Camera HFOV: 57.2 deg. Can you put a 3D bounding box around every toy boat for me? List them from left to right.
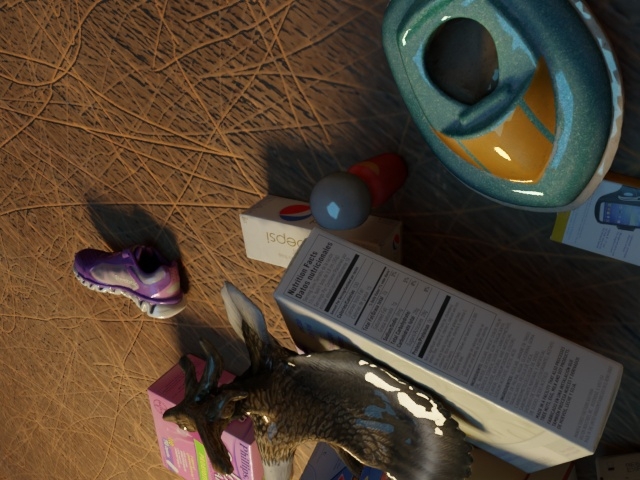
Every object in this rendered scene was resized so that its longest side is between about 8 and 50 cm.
[{"bbox_3d":[0.118,-0.109,0.571,0.267,0.148,0.318,55,134,2],"label":"toy boat"}]

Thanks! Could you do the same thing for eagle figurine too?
[{"bbox_3d":[-0.012,0.192,0.655,0.225,0.298,0.226,-62,34,31],"label":"eagle figurine"}]

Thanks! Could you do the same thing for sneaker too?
[{"bbox_3d":[-0.339,0.048,1.047,0.236,0.095,0.105,19,119,20],"label":"sneaker"}]

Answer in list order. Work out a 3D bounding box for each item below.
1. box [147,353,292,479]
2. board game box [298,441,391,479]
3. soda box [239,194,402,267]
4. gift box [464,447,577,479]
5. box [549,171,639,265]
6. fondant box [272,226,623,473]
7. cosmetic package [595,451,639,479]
[{"bbox_3d":[-0.185,0.366,1.102,0.243,0.117,0.214,18,125,26],"label":"box"},{"bbox_3d":[0.037,0.316,0.801,0.145,0.281,0.027,-18,117,41],"label":"board game box"},{"bbox_3d":[0.000,0.000,0.783,0.216,0.069,0.074,14,125,30],"label":"soda box"},{"bbox_3d":[0.210,0.442,0.743,0.258,0.276,0.255,-7,108,39],"label":"gift box"},{"bbox_3d":[0.307,-0.019,0.579,0.136,0.028,0.081,19,126,23],"label":"box"},{"bbox_3d":[0.123,0.134,0.668,0.330,0.096,0.238,25,159,16],"label":"fondant box"},{"bbox_3d":[0.413,0.411,0.659,0.113,0.160,0.310,-18,107,24],"label":"cosmetic package"}]
